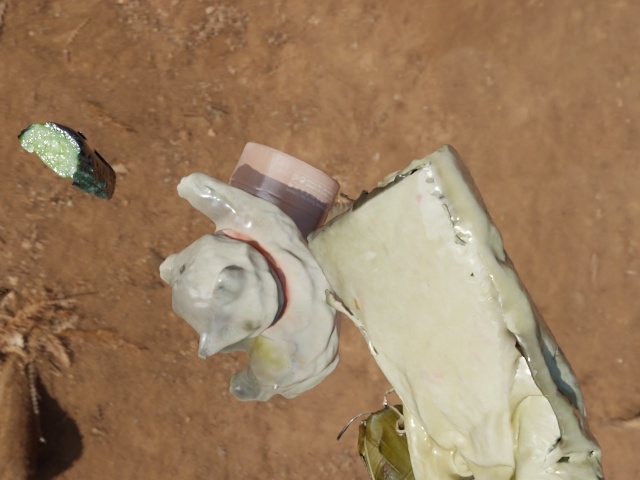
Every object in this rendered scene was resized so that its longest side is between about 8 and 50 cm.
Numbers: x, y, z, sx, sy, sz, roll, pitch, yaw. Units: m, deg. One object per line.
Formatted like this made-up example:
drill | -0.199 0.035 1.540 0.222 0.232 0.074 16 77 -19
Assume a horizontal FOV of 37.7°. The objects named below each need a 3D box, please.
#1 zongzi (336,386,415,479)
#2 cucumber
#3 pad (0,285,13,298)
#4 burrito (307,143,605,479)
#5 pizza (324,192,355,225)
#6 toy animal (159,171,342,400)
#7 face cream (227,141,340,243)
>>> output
zongzi | 0.107 0.328 1.060 0.111 0.247 0.241 -12 133 -38
cucumber | -0.441 -0.145 1.699 0.086 0.115 0.193 -50 152 -6
pad | -0.574 0.123 1.459 0.174 0.233 0.022 -38 91 -5
burrito | 0.127 0.097 0.791 0.135 0.190 0.332 -21 85 -48
pizza | 0.000 0.000 1.816 0.305 0.085 0.161 -14 75 -12
toy animal | -0.085 0.113 1.164 0.266 0.188 0.308 15 117 -16
face cream | -0.058 -0.062 1.328 0.149 0.149 0.104 27 86 -40
